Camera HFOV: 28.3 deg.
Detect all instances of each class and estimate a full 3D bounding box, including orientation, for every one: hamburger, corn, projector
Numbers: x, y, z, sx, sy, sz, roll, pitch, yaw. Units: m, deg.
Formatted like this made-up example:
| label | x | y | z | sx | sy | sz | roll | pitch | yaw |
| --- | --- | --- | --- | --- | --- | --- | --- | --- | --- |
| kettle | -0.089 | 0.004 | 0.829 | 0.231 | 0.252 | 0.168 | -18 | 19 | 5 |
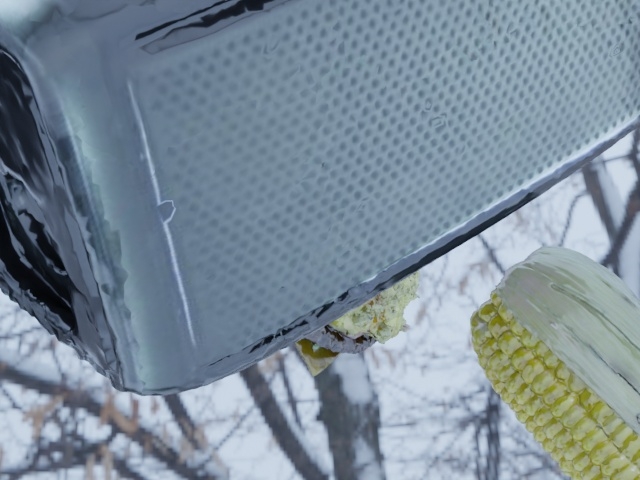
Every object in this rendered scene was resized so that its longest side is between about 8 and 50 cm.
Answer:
| label | x | y | z | sx | sy | sz | roll | pitch | yaw |
| --- | --- | --- | --- | --- | --- | --- | --- | --- | --- |
| hamburger | 0.000 | 0.000 | 1.314 | 0.139 | 0.243 | 0.261 | -37 | -84 | 26 |
| corn | 0.228 | 0.137 | 0.862 | 0.123 | 0.305 | 0.122 | -46 | -15 | 23 |
| projector | -0.053 | -0.152 | 0.774 | 0.405 | 0.395 | 0.242 | -29 | -54 | -27 |
